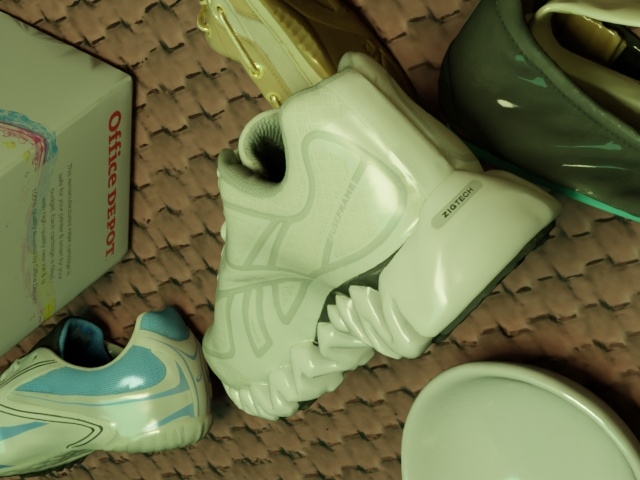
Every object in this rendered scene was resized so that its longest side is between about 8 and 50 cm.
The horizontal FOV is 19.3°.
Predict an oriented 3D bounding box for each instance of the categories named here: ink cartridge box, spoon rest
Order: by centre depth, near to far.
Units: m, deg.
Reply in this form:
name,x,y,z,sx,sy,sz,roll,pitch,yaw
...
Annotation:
name,x,y,z,sx,sy,sz,roll,pitch,yaw
spoon rest,0.100,0.174,0.949,0.137,0.084,0.276,21,133,25
ink cartridge box,-0.197,-0.021,0.964,0.127,0.176,0.128,28,134,22

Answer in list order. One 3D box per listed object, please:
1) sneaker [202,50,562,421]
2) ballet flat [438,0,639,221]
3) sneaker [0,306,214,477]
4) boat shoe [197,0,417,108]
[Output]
name,x,y,z,sx,sy,sz,roll,pitch,yaw
sneaker,0.000,0.000,0.843,0.118,0.110,0.292,46,155,-2
ballet flat,0.171,-0.029,0.734,0.280,0.095,0.096,28,123,18
sneaker,-0.160,0.093,1.088,0.237,0.085,0.086,-15,81,33
boat shoe,-0.026,-0.102,0.850,0.059,0.063,0.170,-25,105,40
